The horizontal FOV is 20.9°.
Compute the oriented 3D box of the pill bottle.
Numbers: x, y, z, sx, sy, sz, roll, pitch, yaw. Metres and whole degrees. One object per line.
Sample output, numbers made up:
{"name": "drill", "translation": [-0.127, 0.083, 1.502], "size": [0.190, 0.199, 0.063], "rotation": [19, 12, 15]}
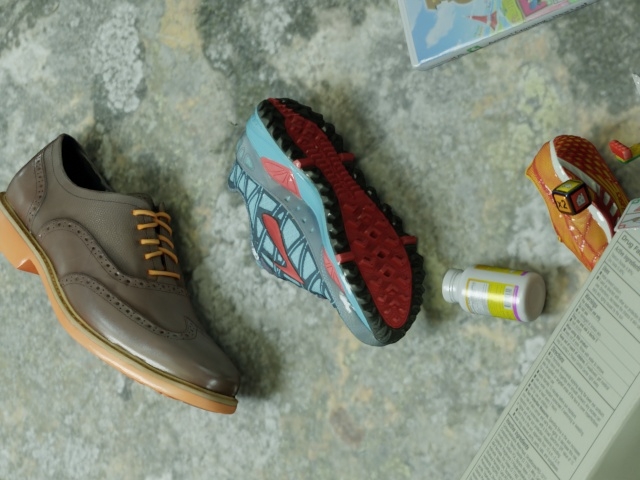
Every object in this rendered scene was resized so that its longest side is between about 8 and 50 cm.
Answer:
{"name": "pill bottle", "translation": [0.148, 0.044, 1.486], "size": [0.083, 0.043, 0.043], "rotation": [9, 89, 34]}

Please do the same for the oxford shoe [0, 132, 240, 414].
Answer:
{"name": "oxford shoe", "translation": [-0.187, 0.028, 1.663], "size": [0.364, 0.130, 0.133], "rotation": [41, 101, 30]}

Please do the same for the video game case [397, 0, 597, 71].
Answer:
{"name": "video game case", "translation": [0.144, -0.281, 1.539], "size": [0.193, 0.023, 0.212], "rotation": [-20, 74, 30]}

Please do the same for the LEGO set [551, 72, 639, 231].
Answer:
{"name": "LEGO set", "translation": [0.300, -0.077, 1.326], "size": [0.244, 0.182, 0.060], "rotation": [-9, 116, 34]}

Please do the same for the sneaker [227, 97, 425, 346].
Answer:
{"name": "sneaker", "translation": [0.000, 0.000, 1.575], "size": [0.125, 0.104, 0.262], "rotation": [-52, 55, 37]}

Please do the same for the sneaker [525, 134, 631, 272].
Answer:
{"name": "sneaker", "translation": [0.233, -0.005, 1.437], "size": [0.175, 0.064, 0.067], "rotation": [64, 149, 17]}

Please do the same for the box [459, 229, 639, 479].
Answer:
{"name": "box", "translation": [0.231, 0.150, 1.342], "size": [0.311, 0.121, 0.148], "rotation": [-59, 26, 14]}
